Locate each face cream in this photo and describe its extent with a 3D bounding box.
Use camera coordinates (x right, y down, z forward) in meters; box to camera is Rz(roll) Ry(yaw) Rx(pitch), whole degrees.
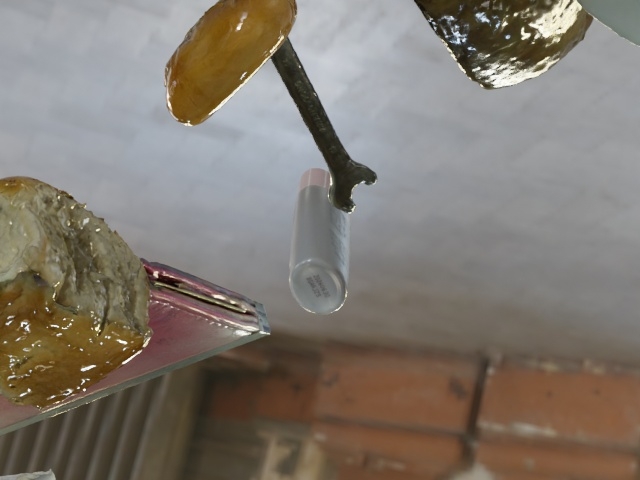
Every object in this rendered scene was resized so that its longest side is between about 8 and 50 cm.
[{"bbox_3d":[0.000,0.000,1.805,0.057,0.198,0.084,-21,115,12],"label":"face cream"}]

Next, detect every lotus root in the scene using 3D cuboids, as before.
[{"bbox_3d":[0.166,-0.284,1.547,0.142,0.210,0.314,-5,149,26],"label":"lotus root"}]

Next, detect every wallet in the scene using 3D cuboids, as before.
[{"bbox_3d":[-0.154,0.068,0.931,0.232,0.025,0.119,-22,156,25],"label":"wallet"}]

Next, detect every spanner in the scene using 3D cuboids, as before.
[{"bbox_3d":[-0.011,-0.123,1.569,0.015,0.054,0.254,43,166,51],"label":"spanner"}]

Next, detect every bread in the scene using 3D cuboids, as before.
[{"bbox_3d":[-0.120,0.018,0.713,0.070,0.076,0.083,-33,136,19],"label":"bread"}]

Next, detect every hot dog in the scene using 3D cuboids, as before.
[{"bbox_3d":[-0.060,-0.143,1.197,0.140,0.090,0.060,-37,106,27],"label":"hot dog"}]

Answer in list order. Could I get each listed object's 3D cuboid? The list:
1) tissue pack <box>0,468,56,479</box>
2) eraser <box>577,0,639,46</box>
[{"bbox_3d":[-0.372,0.448,1.894,0.266,0.356,0.194,-12,-172,36],"label":"tissue pack"},{"bbox_3d":[0.360,-0.276,1.559,0.189,0.290,0.104,27,137,6],"label":"eraser"}]
